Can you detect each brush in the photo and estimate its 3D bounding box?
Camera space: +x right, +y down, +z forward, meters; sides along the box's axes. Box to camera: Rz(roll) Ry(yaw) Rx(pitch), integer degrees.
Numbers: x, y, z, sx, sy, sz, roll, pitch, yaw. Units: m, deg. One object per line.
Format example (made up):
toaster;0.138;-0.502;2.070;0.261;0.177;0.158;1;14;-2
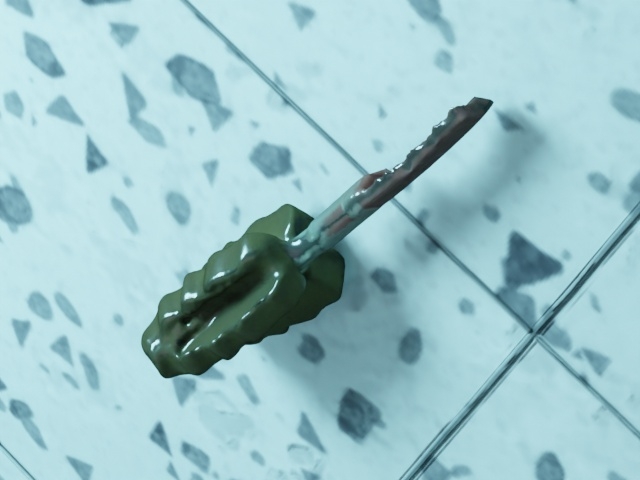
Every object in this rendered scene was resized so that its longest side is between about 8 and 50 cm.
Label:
brush;0.000;0.000;1.061;0.301;0.084;0.071;-37;88;42
